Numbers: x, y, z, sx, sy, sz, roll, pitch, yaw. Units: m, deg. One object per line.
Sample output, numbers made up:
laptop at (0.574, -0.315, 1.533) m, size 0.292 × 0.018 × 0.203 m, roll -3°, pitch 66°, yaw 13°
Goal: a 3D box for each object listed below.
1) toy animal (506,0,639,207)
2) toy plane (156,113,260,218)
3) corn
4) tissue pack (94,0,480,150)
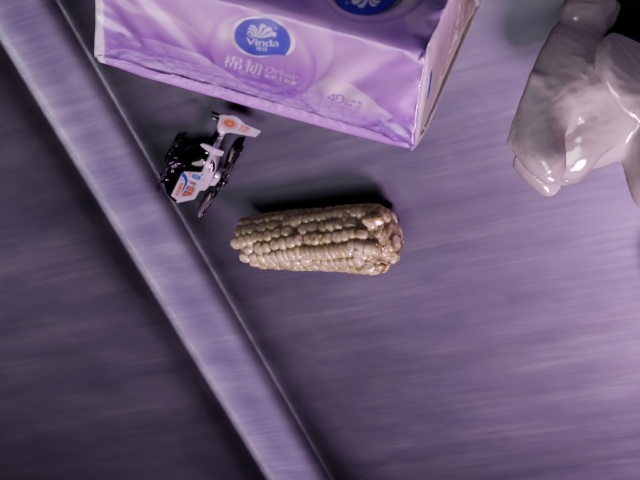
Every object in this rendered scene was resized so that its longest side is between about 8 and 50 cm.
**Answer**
toy animal at (0.329, -0.110, 1.704) m, size 0.265 × 0.206 × 0.272 m, roll 18°, pitch 177°, yaw 11°
toy plane at (-0.138, -0.095, 2.093) m, size 0.078 × 0.053 × 0.197 m, roll 24°, pitch 141°, yaw -12°
corn at (0.000, 0.000, 2.104) m, size 0.211 × 0.087 × 0.087 m, roll -2°, pitch 133°, yaw 33°
tissue pack at (-0.027, -0.250, 1.720) m, size 0.338 × 0.242 × 0.160 m, roll 16°, pitch 137°, yaw 9°
